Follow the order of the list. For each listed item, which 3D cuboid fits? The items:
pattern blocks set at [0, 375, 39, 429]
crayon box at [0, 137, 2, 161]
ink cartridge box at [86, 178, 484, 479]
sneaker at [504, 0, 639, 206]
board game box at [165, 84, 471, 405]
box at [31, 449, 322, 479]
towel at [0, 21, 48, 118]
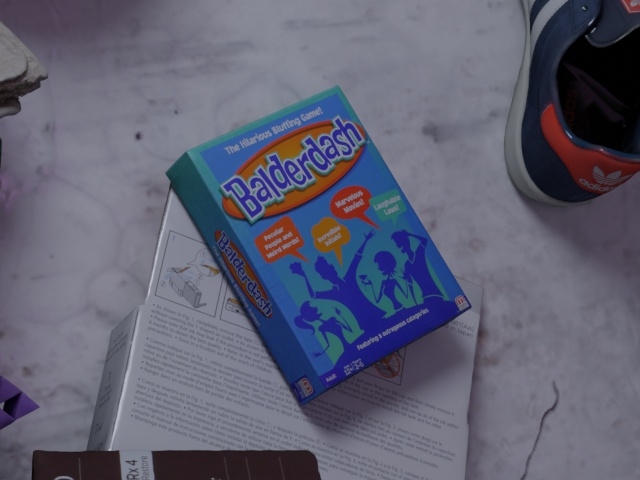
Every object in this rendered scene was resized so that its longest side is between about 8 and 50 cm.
[{"bbox_3d":[-0.311,0.222,1.203,0.325,0.026,0.285,-41,128,-24],"label":"pattern blocks set"},{"bbox_3d":[-0.390,0.032,1.097,0.363,0.106,0.313,10,37,-15],"label":"crayon box"},{"bbox_3d":[-0.020,0.111,1.386,0.296,0.066,0.261,22,57,-20],"label":"ink cartridge box"},{"bbox_3d":[0.238,-0.207,1.484,0.131,0.148,0.350,2,83,-23],"label":"sneaker"},{"bbox_3d":[0.000,0.000,1.378,0.160,0.047,0.210,-27,83,-34],"label":"board game box"},{"bbox_3d":[-0.098,0.256,1.214,0.203,0.168,0.167,2,119,-10],"label":"box"},{"bbox_3d":[-0.343,-0.124,1.194,0.282,0.049,0.187,-17,48,-41],"label":"towel"}]
